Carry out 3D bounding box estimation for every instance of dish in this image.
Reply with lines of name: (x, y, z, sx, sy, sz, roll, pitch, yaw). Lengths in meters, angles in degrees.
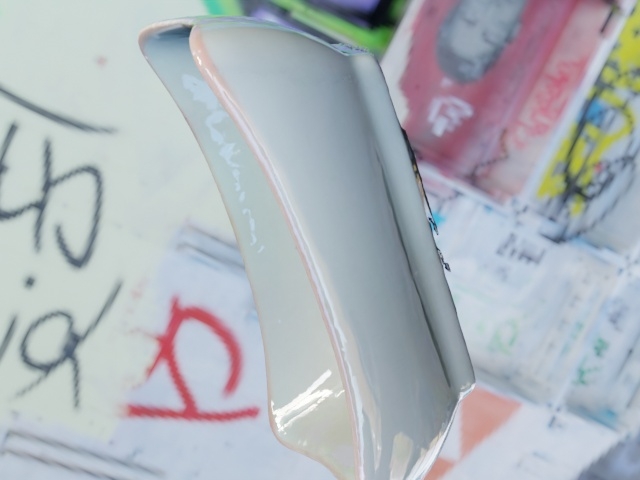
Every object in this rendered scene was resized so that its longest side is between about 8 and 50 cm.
dish: (0.000, 0.000, 0.611, 0.151, 0.077, 0.212, -148, 38, -72)
